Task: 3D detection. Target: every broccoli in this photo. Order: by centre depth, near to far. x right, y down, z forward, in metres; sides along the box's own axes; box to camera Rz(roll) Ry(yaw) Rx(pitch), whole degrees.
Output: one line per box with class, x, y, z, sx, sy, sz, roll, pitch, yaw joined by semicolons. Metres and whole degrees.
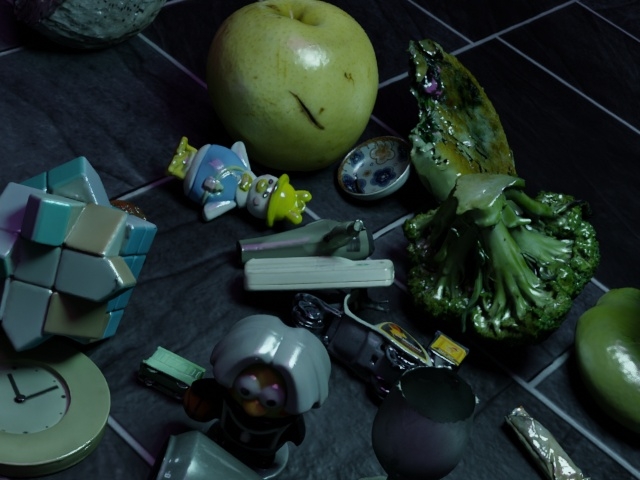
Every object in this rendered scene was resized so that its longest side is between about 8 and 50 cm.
broccoli;0.273;0.019;1.926;0.321;0.283;0.303;-3;49;20

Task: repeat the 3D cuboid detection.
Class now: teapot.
teapot;-0.112;0.356;1.474;0.225;0.171;0.203;23;70;-6

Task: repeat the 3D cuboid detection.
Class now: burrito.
burrito;0.331;0.310;1.792;0.051;0.042;0.171;-14;53;-31

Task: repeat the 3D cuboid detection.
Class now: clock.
clock;-0.397;0.214;1.610;0.235;0.029;0.235;11;38;-9

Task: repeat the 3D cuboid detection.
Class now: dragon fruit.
dragon fruit;-0.422;-0.446;2.246;0.221;0.203;0.283;24;5;-41

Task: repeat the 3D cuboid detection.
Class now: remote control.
remote control;-0.002;0.049;1.874;0.230;0.049;0.090;-2;6;6

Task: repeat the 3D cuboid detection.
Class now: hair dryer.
hair dryer;-0.029;0.006;1.911;0.219;0.225;0.088;-9;83;5

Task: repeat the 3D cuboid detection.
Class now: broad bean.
broad bean;0.511;0.192;1.945;0.238;0.119;0.291;15;41;-21

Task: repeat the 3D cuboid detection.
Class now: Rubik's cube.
Rubik's cube;-0.347;0.020;1.653;0.224;0.265;0.213;22;4;9

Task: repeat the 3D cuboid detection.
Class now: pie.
pie;0.254;-0.193;2.218;0.296;0.078;0.371;31;43;-41

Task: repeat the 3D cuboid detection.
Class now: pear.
pear;-0.050;-0.272;2.121;0.309;0.309;0.309;12;40;-10

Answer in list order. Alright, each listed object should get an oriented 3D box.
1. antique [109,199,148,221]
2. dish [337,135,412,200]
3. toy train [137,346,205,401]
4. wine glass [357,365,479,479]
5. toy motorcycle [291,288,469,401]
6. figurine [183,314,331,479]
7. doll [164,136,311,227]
antique;-0.308;-0.012;1.852;0.104;0.104;0.104;12;40;-10
dish;0.108;-0.110;2.171;0.141;0.078;0.141;-15;44;16
toy train;-0.208;0.188;1.709;0.093;0.038;0.056;25;37;7
wine glass;0.118;0.278;1.582;0.127;0.241;0.126;12;37;-9
toy motorcycle;0.078;0.147;1.841;0.263;0.091;0.157;33;33;12
figurine;-0.085;0.200;1.589;0.176;0.236;0.133;22;40;1
doll;-0.136;-0.091;2.019;0.241;0.098;0.135;20;34;3
